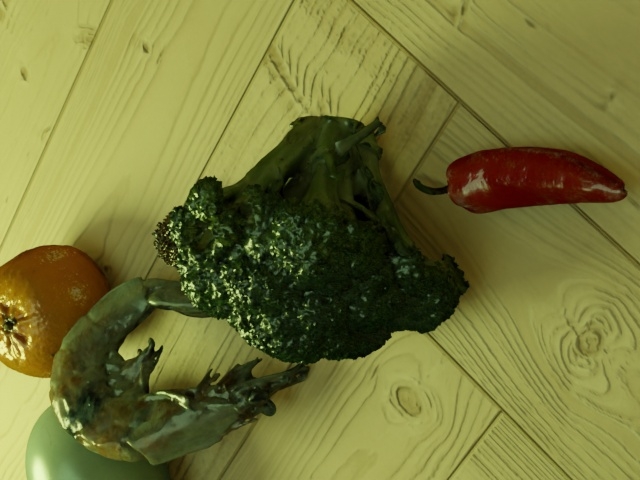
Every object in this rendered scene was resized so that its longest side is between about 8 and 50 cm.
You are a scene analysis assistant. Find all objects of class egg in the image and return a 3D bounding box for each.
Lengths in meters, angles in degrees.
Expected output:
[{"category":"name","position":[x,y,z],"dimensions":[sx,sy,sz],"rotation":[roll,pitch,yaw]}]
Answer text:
[{"category":"egg","position":[-0.294,0.334,1.935],"dimensions":[0.183,0.183,0.264],"rotation":[-30,87,39]}]

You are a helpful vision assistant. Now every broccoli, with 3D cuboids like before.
[{"category":"broccoli","position":[0.000,0.000,1.577],"dimensions":[0.304,0.321,0.283],"rotation":[1,70,29]}]

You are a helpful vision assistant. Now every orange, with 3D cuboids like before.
[{"category":"orange","position":[-0.379,0.099,1.961],"dimensions":[0.193,0.161,0.193],"rotation":[4,96,43]}]

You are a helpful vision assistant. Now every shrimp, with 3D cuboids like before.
[{"category":"shrimp","position":[-0.186,0.162,1.822],"dimensions":[0.360,0.085,0.247],"rotation":[-6,75,18]}]

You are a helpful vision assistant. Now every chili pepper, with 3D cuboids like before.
[{"category":"chili pepper","position":[0.209,-0.064,1.507],"dimensions":[0.272,0.063,0.071],"rotation":[0,100,42]}]

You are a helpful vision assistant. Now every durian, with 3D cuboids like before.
[{"category":"durian","position":[-0.175,-0.006,1.827],"dimensions":[0.080,0.080,0.091],"rotation":[38,110,26]}]
